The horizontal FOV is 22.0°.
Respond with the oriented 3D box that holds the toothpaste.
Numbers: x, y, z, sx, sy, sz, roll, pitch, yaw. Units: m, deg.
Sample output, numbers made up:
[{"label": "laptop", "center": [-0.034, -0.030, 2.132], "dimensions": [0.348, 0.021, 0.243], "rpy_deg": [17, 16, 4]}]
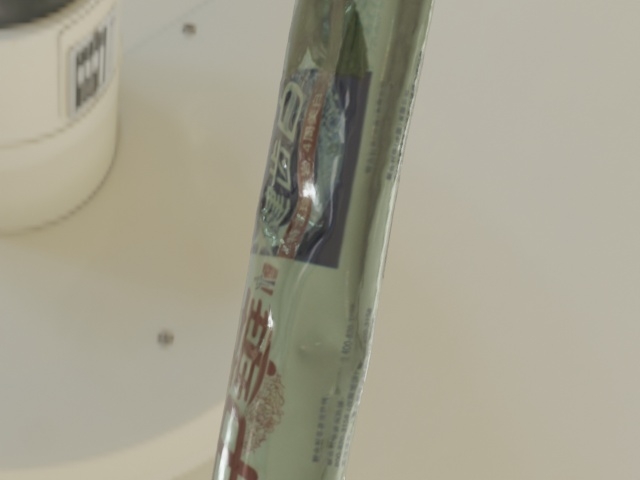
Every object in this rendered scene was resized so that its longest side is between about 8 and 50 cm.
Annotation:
[{"label": "toothpaste", "center": [0.000, 0.000, 0.470], "dimensions": [0.038, 0.060, 0.233], "rpy_deg": [11, -91, -37]}]
